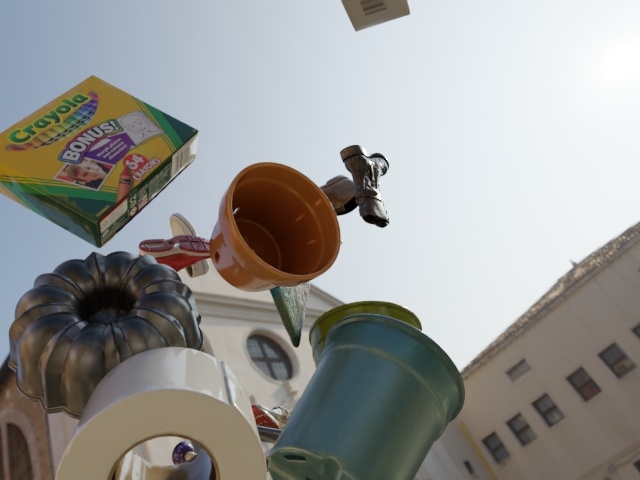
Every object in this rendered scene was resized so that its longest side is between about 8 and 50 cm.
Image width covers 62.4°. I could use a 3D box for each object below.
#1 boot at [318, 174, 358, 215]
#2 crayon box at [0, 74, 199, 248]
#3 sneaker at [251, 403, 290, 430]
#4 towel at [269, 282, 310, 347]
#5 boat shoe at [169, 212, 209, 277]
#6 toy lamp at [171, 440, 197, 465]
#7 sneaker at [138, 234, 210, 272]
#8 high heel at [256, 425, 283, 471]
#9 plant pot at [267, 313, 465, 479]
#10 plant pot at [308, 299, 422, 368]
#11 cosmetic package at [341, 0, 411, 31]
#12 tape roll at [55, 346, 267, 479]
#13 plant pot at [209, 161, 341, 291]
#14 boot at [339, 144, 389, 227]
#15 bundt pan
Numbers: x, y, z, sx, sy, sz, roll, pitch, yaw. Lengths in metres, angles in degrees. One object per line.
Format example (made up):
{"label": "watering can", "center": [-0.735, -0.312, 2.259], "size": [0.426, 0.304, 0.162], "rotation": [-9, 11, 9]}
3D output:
{"label": "boot", "center": [0.011, -0.106, 1.679], "size": [0.305, 0.115, 0.112], "rotation": [-36, -44, -24]}
{"label": "crayon box", "center": [-0.515, -0.196, 1.212], "size": [0.363, 0.313, 0.106], "rotation": [-57, -7, -40]}
{"label": "sneaker", "center": [-0.159, 0.584, 1.735], "size": [0.088, 0.093, 0.225], "rotation": [-20, -45, 22]}
{"label": "towel", "center": [-0.102, 0.100, 1.559], "size": [0.040, 0.271, 0.370], "rotation": [-4, -49, 13]}
{"label": "boat shoe", "center": [-0.443, 0.016, 1.733], "size": [0.083, 0.226, 0.076], "rotation": [-30, 0, 39]}
{"label": "toy lamp", "center": [-0.292, 0.610, 1.439], "size": [0.274, 0.080, 0.080], "rotation": [-2, -15, 40]}
{"label": "sneaker", "center": [-0.395, 0.059, 1.445], "size": [0.221, 0.087, 0.128], "rotation": [2, -58, -34]}
{"label": "high heel", "center": [-0.119, 0.654, 1.511], "size": [0.186, 0.093, 0.261], "rotation": [7, -72, 7]}
{"label": "plant pot", "center": [0.082, 0.387, 1.093], "size": [0.334, 0.341, 0.341], "rotation": [-46, -19, -45]}
{"label": "plant pot", "center": [0.150, 0.431, 1.586], "size": [0.366, 0.353, 0.366], "rotation": [-1, -43, -1]}
{"label": "cosmetic package", "center": [0.096, -0.726, 1.262], "size": [0.155, 0.366, 0.197], "rotation": [-12, -9, 16]}
{"label": "tape roll", "center": [-0.202, 0.282, 0.699], "size": [0.246, 0.169, 0.246], "rotation": [-1, -84, -14]}
{"label": "plant pot", "center": [-0.126, -0.008, 1.230], "size": [0.291, 0.291, 0.203], "rotation": [2, -26, -37]}
{"label": "boot", "center": [0.147, -0.142, 1.518], "size": [0.091, 0.229, 0.263], "rotation": [-24, -16, 29]}
{"label": "bundt pan", "center": [-0.370, 0.135, 0.923], "size": [0.330, 0.331, 0.124], "rotation": [-11, -48, -26]}
